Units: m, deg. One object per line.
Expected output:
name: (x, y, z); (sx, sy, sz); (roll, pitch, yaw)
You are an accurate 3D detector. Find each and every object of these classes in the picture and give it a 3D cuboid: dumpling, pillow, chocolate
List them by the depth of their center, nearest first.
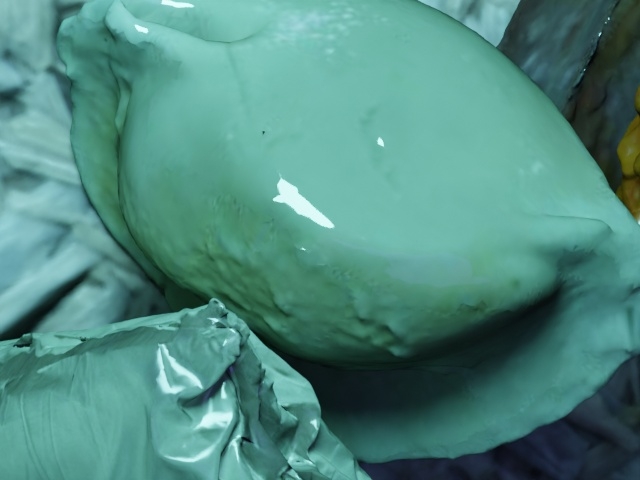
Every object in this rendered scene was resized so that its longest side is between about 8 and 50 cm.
dumpling: (-0.002, -0.019, 1.108); (0.270, 0.320, 0.212); (-45, 150, 11)
pillow: (-0.089, 0.162, 1.121); (0.283, 0.310, 0.138); (55, 41, -25)
chocolate: (0.150, -0.050, 1.245); (0.112, 0.112, 0.321); (28, 89, -31)

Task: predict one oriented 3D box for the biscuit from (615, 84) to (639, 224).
biscuit: (0.289, -0.083, 1.206); (0.318, 0.110, 0.312); (-62, 149, -1)
